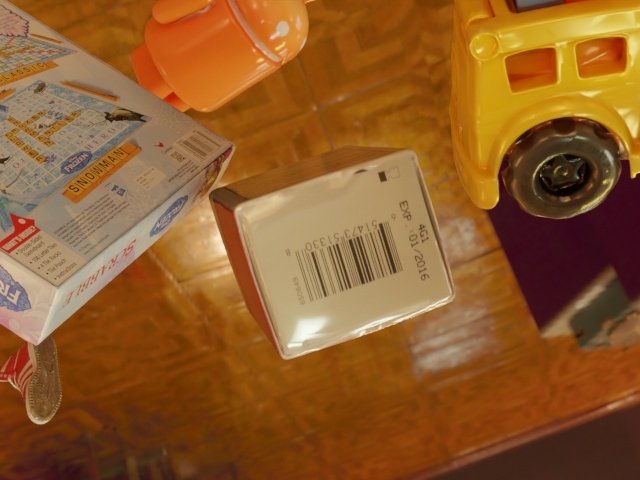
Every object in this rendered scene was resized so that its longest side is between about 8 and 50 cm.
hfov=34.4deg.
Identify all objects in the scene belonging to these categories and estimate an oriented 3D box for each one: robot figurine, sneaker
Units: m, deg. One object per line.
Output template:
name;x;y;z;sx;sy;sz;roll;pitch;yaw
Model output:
robot figurine;-0.107;-0.228;1.152;0.219;0.128;0.158;-30;116;17
sneaker;-0.322;0.163;1.141;0.067;0.118;0.042;-37;132;24

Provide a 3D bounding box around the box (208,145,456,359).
box;0.000;0.000;0.881;0.148;0.127;0.232;-19;-172;-8

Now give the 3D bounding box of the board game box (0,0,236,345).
board game box;-0.277;-0.090;0.892;0.066;0.318;0.319;-60;174;31

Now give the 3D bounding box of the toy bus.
toy bus;0.189;-0.144;0.682;0.220;0.149;0.212;-9;129;6
